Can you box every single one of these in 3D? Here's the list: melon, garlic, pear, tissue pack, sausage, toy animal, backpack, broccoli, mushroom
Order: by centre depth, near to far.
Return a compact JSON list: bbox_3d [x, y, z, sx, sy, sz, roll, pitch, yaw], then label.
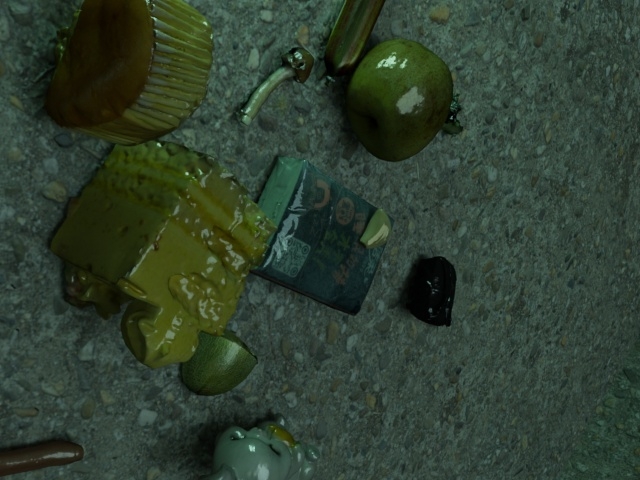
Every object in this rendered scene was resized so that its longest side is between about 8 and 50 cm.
[{"bbox_3d":[-0.453,0.334,1.059,0.186,0.043,0.043,4,101,-46],"label":"sausage"},{"bbox_3d":[-0.080,-0.267,1.227,0.187,0.060,0.061,-49,141,-15],"label":"mushroom"},{"bbox_3d":[-0.182,0.236,1.279,0.128,0.079,0.160,-59,137,-15],"label":"melon"},{"bbox_3d":[-0.114,0.434,1.313,0.154,0.209,0.325,-60,180,11],"label":"toy animal"},{"bbox_3d":[0.088,-0.456,1.319,0.082,0.082,0.371,28,84,-47],"label":"sausage"},{"bbox_3d":[0.159,-0.278,1.367,0.211,0.188,0.228,-37,133,-21],"label":"pear"},{"bbox_3d":[0.000,0.000,1.367,0.316,0.103,0.227,29,83,-46],"label":"tissue pack"},{"bbox_3d":[0.112,-0.017,1.375,0.053,0.041,0.083,42,76,-39],"label":"garlic"},{"bbox_3d":[0.276,-0.276,1.572,0.204,0.118,0.122,20,58,-63],"label":"broccoli"},{"bbox_3d":[0.270,0.122,1.693,0.120,0.106,0.165,39,54,-48],"label":"backpack"}]

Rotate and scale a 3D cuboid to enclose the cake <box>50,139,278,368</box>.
[{"bbox_3d":[-0.241,0.023,1.032,0.286,0.228,0.222,-58,137,-14],"label":"cake"}]

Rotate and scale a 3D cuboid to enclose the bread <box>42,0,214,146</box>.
[{"bbox_3d":[-0.260,-0.228,0.909,0.133,0.250,0.178,4,81,-50],"label":"bread"}]
